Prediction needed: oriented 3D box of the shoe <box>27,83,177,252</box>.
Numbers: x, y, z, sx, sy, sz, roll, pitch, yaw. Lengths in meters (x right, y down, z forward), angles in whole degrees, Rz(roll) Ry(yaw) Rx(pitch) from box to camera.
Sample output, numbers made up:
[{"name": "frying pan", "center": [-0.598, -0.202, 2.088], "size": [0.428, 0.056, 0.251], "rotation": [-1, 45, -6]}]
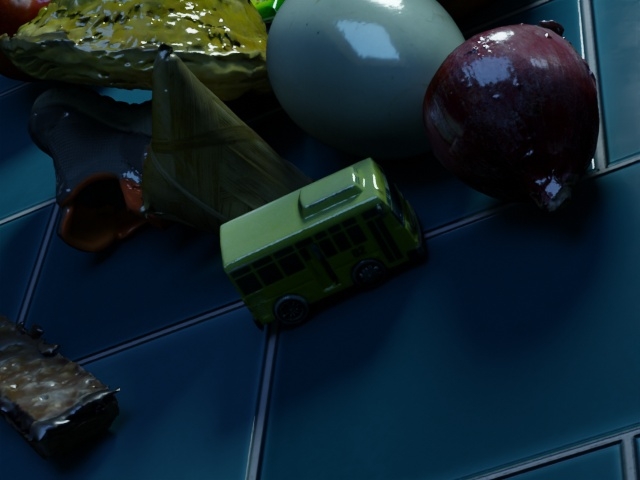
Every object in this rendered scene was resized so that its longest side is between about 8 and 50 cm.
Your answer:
[{"name": "shoe", "center": [-0.241, -0.065, 1.887], "size": [0.336, 0.132, 0.171], "rotation": [11, 66, 51]}]

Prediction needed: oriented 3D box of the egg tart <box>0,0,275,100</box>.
[{"name": "egg tart", "center": [-0.181, -0.226, 1.876], "size": [0.341, 0.132, 0.341], "rotation": [6, 6, -1]}]

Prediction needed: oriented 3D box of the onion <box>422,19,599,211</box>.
[{"name": "onion", "center": [0.179, -0.095, 1.518], "size": [0.159, 0.159, 0.195], "rotation": [-28, 54, 9]}]

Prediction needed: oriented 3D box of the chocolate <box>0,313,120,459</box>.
[{"name": "chocolate", "center": [-0.305, 0.138, 1.713], "size": [0.102, 0.065, 0.329], "rotation": [-26, 28, -24]}]

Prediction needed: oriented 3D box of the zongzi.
[{"name": "zongzi", "center": [-0.086, -0.086, 1.654], "size": [0.195, 0.197, 0.099], "rotation": [21, 45, 15]}]

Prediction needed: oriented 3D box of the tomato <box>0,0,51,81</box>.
[{"name": "tomato", "center": [-0.358, -0.346, 2.254], "size": [0.298, 0.298, 0.226], "rotation": [-42, -8, -14]}]

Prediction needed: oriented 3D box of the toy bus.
[{"name": "toy bus", "center": [0.000, 0.000, 1.585], "size": [0.175, 0.101, 0.088], "rotation": [-25, 32, 11]}]

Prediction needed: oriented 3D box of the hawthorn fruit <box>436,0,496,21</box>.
[{"name": "hawthorn fruit", "center": [0.083, -0.352, 1.861], "size": [0.298, 0.277, 0.277], "rotation": [-30, 28, 38]}]

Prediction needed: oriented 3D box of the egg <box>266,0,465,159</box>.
[{"name": "egg", "center": [0.052, -0.172, 1.694], "size": [0.183, 0.183, 0.264], "rotation": [-40, 38, -10]}]

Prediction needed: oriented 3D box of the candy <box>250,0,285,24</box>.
[{"name": "candy", "center": [-0.103, -0.289, 2.134], "size": [0.178, 0.032, 0.102], "rotation": [-10, 39, 33]}]
